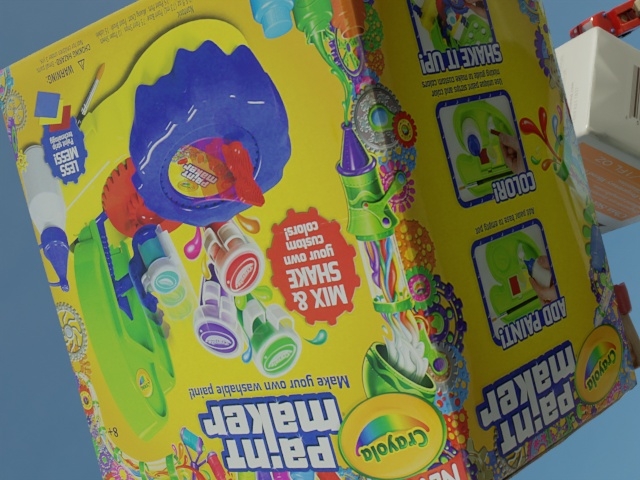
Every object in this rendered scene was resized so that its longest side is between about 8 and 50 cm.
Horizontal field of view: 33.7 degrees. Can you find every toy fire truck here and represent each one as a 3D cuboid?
[{"bbox_3d":[0.499,-0.362,1.662,0.192,0.135,0.047,-25,-94,-30],"label":"toy fire truck"}]

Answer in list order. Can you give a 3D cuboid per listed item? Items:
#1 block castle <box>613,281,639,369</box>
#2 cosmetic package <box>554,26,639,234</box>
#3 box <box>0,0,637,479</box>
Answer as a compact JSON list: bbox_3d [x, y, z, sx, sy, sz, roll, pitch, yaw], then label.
[{"bbox_3d":[0.335,0.208,1.896,0.303,0.453,0.212,0,-114,-61],"label":"block castle"},{"bbox_3d":[0.309,-0.108,1.510,0.230,0.453,0.161,21,-113,-24],"label":"cosmetic package"},{"bbox_3d":[-0.011,-0.010,0.625,0.177,0.290,0.279,-18,-86,-47],"label":"box"}]
